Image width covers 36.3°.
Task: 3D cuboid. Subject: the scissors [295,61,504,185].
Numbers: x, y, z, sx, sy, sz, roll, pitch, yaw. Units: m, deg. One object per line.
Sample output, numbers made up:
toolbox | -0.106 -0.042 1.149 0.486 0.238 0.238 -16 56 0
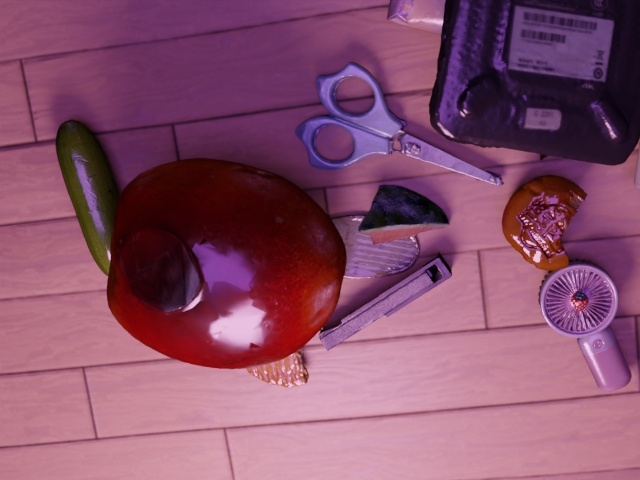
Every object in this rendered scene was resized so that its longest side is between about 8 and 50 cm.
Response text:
scissors | 0.142 -0.163 1.645 0.360 0.029 0.191 21 109 -1

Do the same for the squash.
squash | -0.391 -0.069 1.699 0.082 0.082 0.292 -14 101 10

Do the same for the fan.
fan | 0.460 0.146 1.658 0.130 0.074 0.244 -26 100 11

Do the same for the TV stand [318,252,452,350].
TV stand | 0.111 0.109 1.702 0.256 0.049 0.040 -34 96 13

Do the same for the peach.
peach | -0.172 0.037 1.568 0.406 0.310 0.335 19 98 14

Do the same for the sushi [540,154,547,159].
sushi | 0.419 -0.165 1.602 0.120 0.052 0.055 -13 86 6

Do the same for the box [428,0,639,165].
box | 0.353 -0.303 1.490 0.359 0.091 0.350 6 94 -13

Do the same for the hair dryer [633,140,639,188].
hair dryer | 0.691 -0.166 1.545 0.362 0.128 0.203 4 104 -3

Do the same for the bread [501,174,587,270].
bread | 0.364 -0.035 1.619 0.125 0.086 0.156 13 104 5

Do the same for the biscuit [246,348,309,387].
biscuit | -0.101 0.159 1.744 0.144 0.033 0.224 -12 98 13

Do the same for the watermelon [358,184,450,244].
watermelon | 0.142 -0.044 1.660 0.155 0.080 0.101 -3 60 4

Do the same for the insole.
insole | 0.000 0.000 1.708 0.348 0.009 0.119 10 105 4

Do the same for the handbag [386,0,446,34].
handbag | 0.200 -0.385 1.551 0.173 0.095 0.117 15 109 6
